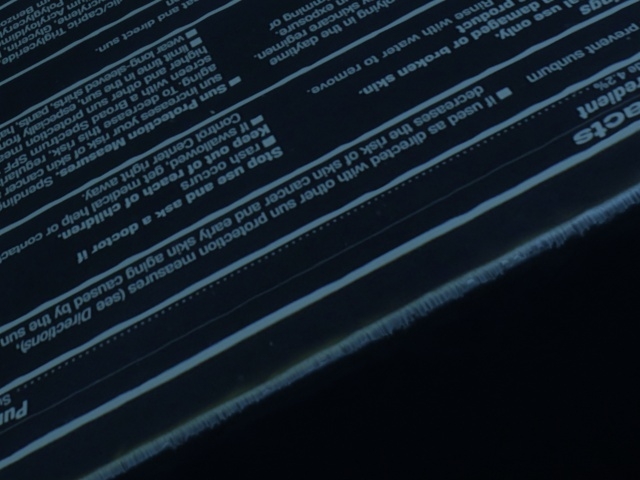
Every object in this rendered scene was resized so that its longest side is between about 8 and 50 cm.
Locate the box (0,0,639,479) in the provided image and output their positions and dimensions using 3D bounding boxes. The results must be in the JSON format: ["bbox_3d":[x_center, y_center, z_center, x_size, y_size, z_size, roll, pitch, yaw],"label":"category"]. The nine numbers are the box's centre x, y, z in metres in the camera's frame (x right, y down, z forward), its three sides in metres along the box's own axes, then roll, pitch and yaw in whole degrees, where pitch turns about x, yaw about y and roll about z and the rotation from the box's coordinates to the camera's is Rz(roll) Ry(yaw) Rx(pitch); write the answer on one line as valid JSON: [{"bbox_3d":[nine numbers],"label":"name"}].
[{"bbox_3d":[0.000,0.000,0.544,0.296,0.182,0.294,-28,40,-1],"label":"box"}]
